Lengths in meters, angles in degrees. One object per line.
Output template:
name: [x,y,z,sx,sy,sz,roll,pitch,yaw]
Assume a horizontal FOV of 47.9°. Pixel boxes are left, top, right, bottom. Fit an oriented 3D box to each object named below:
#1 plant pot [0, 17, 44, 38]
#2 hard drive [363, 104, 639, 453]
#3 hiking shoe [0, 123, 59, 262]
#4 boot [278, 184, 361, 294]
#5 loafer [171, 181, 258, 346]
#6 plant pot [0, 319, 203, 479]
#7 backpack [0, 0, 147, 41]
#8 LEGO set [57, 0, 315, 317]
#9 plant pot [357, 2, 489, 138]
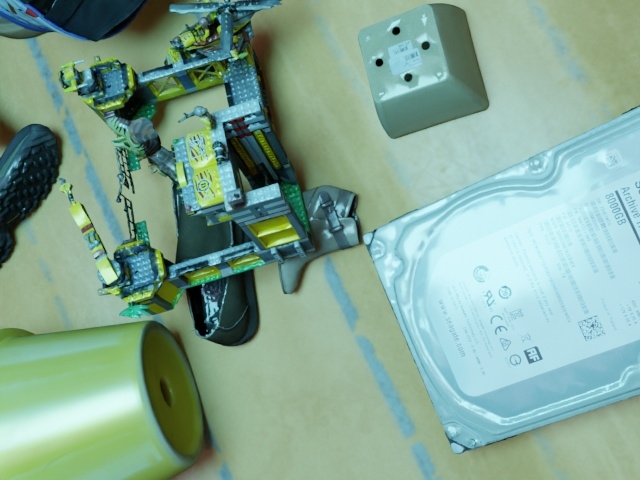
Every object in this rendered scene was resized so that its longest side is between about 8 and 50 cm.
plant pot: [-0.401,-0.380,0.890,0.237,0.110,0.237,1,92,21]
hard drive: [0.235,0.033,0.668,0.339,0.064,0.236,-24,82,19]
hiking shoe: [-0.423,-0.066,0.912,0.114,0.086,0.227,40,104,15]
boot: [0.000,0.000,0.773,0.087,0.042,0.118,0,97,14]
loafer: [-0.122,0.011,0.798,0.080,0.078,0.220,-16,85,21]
plant pot: [-0.267,0.200,0.784,0.239,0.254,0.254,-19,83,4]
backpack: [-0.269,-0.348,0.737,0.213,0.276,0.263,10,74,38]
LEGO set: [-0.142,-0.099,0.697,0.255,0.192,0.331,-8,71,8]
plant pot: [0.092,-0.172,0.703,0.109,0.096,0.109,-15,84,21]
